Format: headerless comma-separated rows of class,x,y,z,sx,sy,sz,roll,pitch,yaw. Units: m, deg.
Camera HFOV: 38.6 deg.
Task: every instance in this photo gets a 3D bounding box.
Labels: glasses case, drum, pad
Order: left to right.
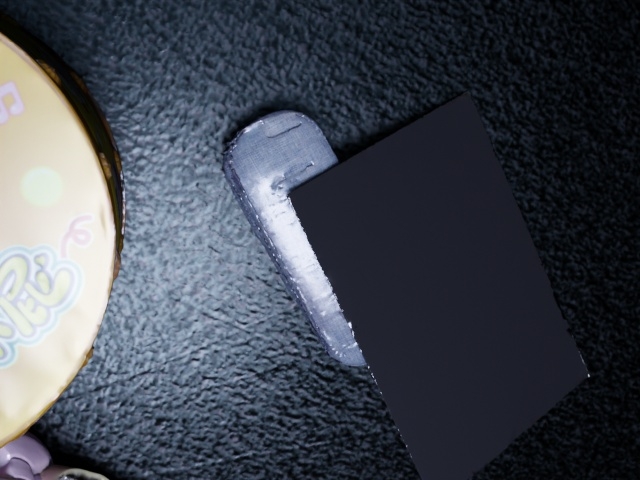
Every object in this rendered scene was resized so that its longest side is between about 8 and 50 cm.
drum,-0.379,-0.013,0.788,0.431,0.214,0.431,-2,100,-11
glasses case,0.000,0.000,0.933,0.109,0.067,0.282,-31,105,-12
pad,0.137,0.059,0.960,0.248,0.007,0.367,-32,104,-23

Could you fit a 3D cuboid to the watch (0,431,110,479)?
watch,-0.294,0.332,0.884,0.248,0.211,0.217,37,100,-23
